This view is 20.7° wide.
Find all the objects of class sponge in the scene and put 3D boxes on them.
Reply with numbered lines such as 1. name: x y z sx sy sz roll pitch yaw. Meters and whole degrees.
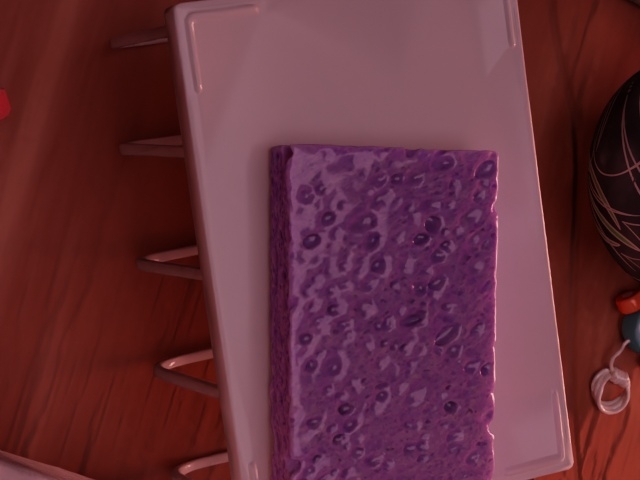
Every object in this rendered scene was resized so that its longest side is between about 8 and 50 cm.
1. sponge: 0.032 0.056 0.891 0.117 0.031 0.210 -1 93 -23

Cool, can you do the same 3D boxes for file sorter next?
1. file sorter: 0.000 0.000 0.984 0.193 0.173 0.278 -11 98 -23

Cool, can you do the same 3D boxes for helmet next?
1. helmet: 0.247 -0.041 1.101 0.161 0.169 0.169 -14 100 -9

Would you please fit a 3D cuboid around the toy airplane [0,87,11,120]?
1. toy airplane: -0.223 -0.099 0.953 0.151 0.028 0.151 -2 96 -24

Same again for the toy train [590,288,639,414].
1. toy train: 0.268 0.085 1.186 0.166 0.046 0.125 13 88 -26

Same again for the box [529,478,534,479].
1. box: 0.120 0.163 1.115 0.018 0.067 0.083 -9 99 21

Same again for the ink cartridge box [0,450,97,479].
1. ink cartridge box: -0.201 0.263 0.876 0.330 0.071 0.324 35 77 -58

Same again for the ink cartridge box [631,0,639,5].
1. ink cartridge box: 0.223 -0.248 1.011 0.395 0.285 0.166 23 84 -24
